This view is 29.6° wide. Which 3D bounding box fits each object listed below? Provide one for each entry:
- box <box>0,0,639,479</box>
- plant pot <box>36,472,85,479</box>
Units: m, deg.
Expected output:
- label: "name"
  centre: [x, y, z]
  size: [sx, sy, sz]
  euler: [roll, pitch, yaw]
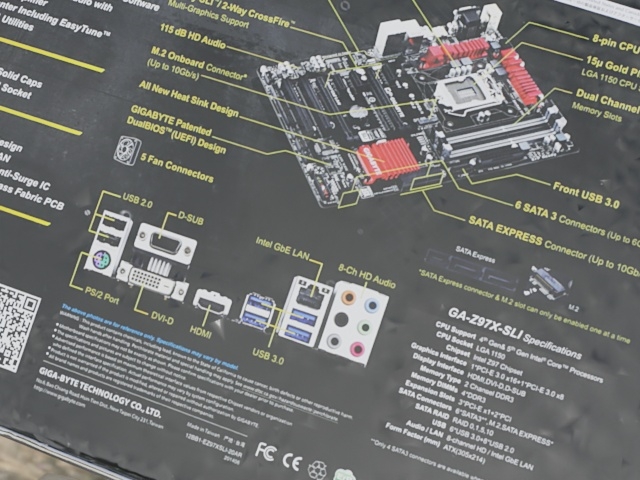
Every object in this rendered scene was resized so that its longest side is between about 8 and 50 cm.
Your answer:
- label: "box"
  centre: [-0.012, -0.034, 0.434]
  size: [0.322, 0.079, 0.257]
  euler: [18, 85, 12]
- label: "plant pot"
  centre: [-0.369, 0.393, 1.710]
  size: [0.109, 0.109, 0.096]
  euler: [10, 40, 8]
